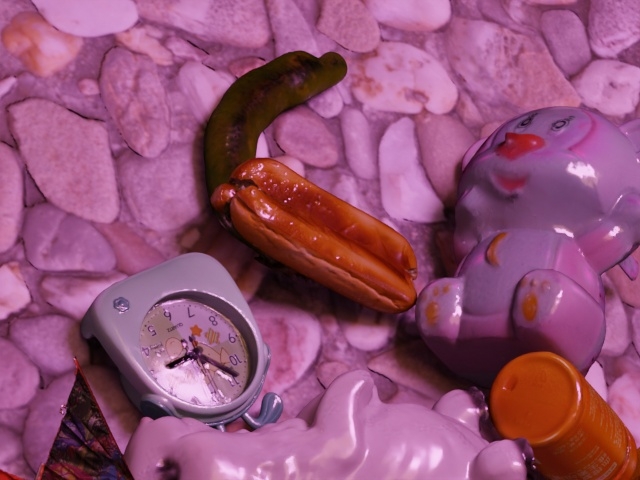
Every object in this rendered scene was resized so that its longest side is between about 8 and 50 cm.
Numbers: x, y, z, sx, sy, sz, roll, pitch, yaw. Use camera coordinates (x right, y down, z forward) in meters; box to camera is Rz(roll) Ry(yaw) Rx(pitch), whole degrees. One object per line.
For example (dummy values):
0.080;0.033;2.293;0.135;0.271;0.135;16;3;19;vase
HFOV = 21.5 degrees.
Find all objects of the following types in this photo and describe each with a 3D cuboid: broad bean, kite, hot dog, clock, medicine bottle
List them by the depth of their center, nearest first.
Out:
-0.214;0.216;1.425;0.189;0.009;0.232;12;73;23;kite
-0.123;0.112;1.567;0.148;0.060;0.188;-21;73;-35;clock
0.235;0.182;1.623;0.192;0.096;0.096;45;34;-54;medicine bottle
0.000;0.000;1.662;0.250;0.068;0.100;31;41;-32;hot dog
-0.052;-0.099;1.743;0.144;0.049;0.292;23;56;-21;broad bean

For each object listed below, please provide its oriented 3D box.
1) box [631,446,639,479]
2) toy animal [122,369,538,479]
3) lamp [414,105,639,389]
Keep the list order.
0.347;0.312;1.628;0.043;0.152;0.269;13;56;-17;box
0.003;0.244;1.486;0.357;0.194;0.257;-7;99;-15;toy animal
0.244;0.014;1.740;0.247;0.247;0.301;44;52;-37;lamp
